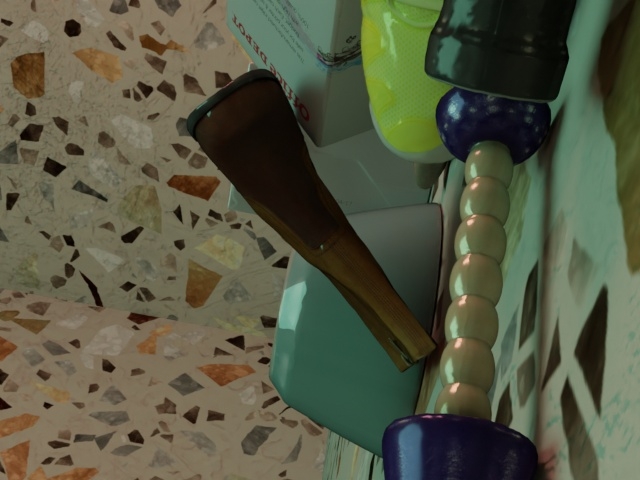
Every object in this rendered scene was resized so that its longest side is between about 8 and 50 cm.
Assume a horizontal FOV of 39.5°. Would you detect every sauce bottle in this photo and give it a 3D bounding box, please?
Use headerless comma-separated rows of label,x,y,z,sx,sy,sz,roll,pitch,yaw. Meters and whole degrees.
sauce bottle,0.113,-0.237,0.398,0.111,0.111,0.344,-78,0,-73

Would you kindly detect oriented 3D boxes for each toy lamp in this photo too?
toy lamp,0.081,0.038,0.477,0.080,0.080,0.275,100,180,-60

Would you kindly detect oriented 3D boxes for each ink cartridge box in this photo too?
ink cartridge box,0.042,-0.265,0.808,0.198,0.197,0.270,55,156,27

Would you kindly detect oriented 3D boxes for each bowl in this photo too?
bowl,0.034,0.092,1.060,0.311,0.163,0.312,11,-90,-90

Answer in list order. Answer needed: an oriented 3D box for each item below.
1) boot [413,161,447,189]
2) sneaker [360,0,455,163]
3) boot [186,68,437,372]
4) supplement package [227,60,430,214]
boot,0.131,-0.108,0.990,0.087,0.042,0.118,-87,7,-77
sneaker,0.077,-0.232,0.540,0.147,0.145,0.385,-20,-56,-53
boot,0.000,0.000,0.808,0.280,0.096,0.264,54,171,15
supplement package,0.024,-0.132,1.221,0.145,0.261,0.204,-81,2,-71
